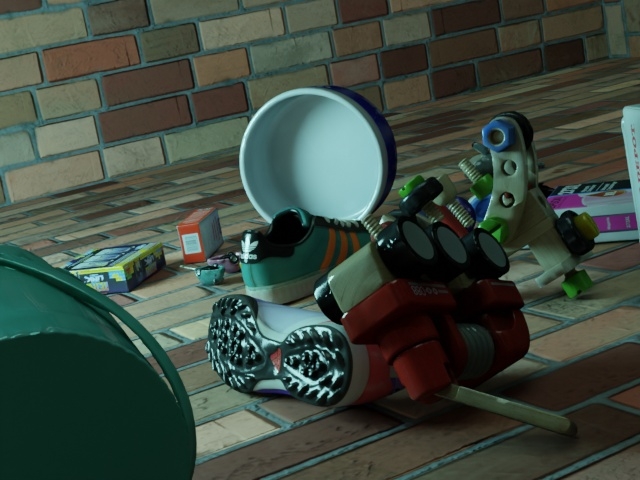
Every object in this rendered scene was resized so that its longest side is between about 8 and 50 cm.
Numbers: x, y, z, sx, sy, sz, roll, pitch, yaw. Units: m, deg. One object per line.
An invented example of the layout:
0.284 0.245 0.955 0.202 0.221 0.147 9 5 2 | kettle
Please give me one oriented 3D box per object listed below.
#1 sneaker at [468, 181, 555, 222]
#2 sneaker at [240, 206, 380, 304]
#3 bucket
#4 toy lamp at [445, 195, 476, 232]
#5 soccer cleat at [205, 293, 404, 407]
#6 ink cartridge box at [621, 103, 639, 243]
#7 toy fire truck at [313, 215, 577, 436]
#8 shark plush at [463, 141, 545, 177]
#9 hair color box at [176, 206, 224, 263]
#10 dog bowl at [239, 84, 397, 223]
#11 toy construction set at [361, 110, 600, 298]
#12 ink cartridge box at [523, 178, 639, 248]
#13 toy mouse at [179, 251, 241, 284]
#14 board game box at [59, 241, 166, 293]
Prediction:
0.318 -0.061 1.926 0.152 0.058 0.084 -7 2 -16 | sneaker
0.000 0.000 1.761 0.108 0.121 0.302 1 16 41 | sneaker
-0.241 0.155 0.909 0.281 0.281 0.183 -16 22 -25 | bucket
0.157 -0.005 1.758 0.080 0.080 0.275 -4 14 27 | toy lamp
-0.019 0.123 1.302 0.116 0.108 0.318 5 1 -34 | soccer cleat
0.485 -0.064 1.426 0.122 0.211 0.289 -12 12 -5 | ink cartridge box
0.145 0.104 1.134 0.158 0.246 0.217 -37 -25 29 | toy fire truck
0.364 -0.142 2.358 0.161 0.073 0.067 9 30 -7 | shark plush
-0.214 -0.010 2.113 0.043 0.072 0.141 -8 11 11 | hair color box
-0.002 -0.139 2.068 0.265 0.264 0.104 -6 10 20 | dog bowl
0.225 0.002 1.523 0.257 0.237 0.309 -40 -6 1 | toy construction set
0.439 -0.044 1.752 0.371 0.069 0.176 -7 12 25 | ink cartridge box
-0.155 0.046 1.895 0.143 0.031 0.161 -8 12 8 | toy mouse
-0.362 0.050 2.016 0.141 0.048 0.170 -5 13 16 | board game box
